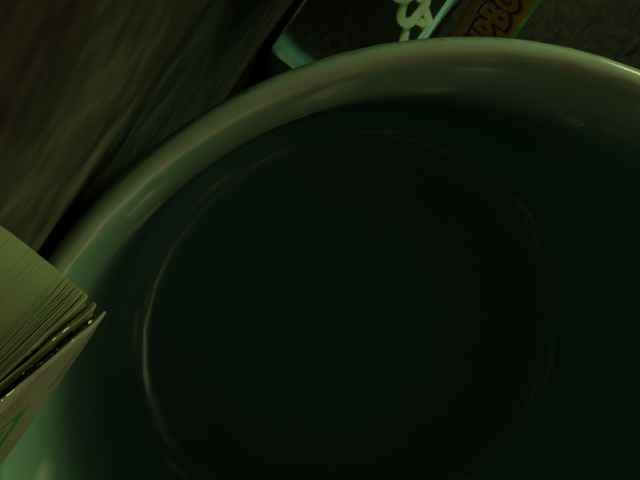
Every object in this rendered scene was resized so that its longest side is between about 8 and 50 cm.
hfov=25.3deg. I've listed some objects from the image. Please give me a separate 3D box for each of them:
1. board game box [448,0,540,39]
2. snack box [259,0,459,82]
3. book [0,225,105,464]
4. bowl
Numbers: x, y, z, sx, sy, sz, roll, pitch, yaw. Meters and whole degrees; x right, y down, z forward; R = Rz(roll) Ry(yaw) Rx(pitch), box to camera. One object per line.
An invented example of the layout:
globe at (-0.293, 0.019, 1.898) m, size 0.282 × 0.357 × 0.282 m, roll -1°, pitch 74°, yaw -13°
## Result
board game box at (0.125, -0.167, 0.707) m, size 0.124 × 0.039 × 0.259 m, roll -54°, pitch 175°, yaw -32°
snack box at (0.074, -0.177, 0.741) m, size 0.322 × 0.060 × 0.187 m, roll -56°, pitch -179°, yaw -13°
book at (-0.114, 0.073, 0.326) m, size 0.144 × 0.035 × 0.096 m, roll -53°, pitch 178°, yaw 36°
bowl at (0.026, 0.060, 0.549) m, size 0.312 × 0.311 × 0.163 m, roll -55°, pitch -159°, yaw 11°
